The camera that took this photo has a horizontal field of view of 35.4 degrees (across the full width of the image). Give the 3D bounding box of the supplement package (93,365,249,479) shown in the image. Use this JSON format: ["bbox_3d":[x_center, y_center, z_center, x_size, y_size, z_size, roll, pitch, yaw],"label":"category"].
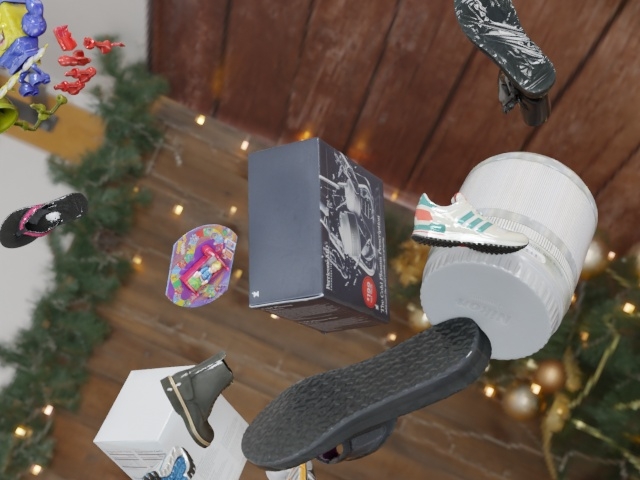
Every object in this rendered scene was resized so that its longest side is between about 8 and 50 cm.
[{"bbox_3d":[-0.315,0.438,2.215,0.198,0.263,0.199,-9,41,35],"label":"supplement package"}]

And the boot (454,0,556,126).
[{"bbox_3d":[0.322,-0.323,1.764,0.094,0.246,0.207,-36,-13,1],"label":"boot"}]

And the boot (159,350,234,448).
[{"bbox_3d":[-0.213,0.315,1.963,0.077,0.137,0.198,55,171,46],"label":"boot"}]

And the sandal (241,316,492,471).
[{"bbox_3d":[0.067,0.260,1.497,0.445,0.107,0.167,-26,25,27],"label":"sandal"}]

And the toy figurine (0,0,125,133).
[{"bbox_3d":[-0.556,-0.363,1.849,0.362,0.217,0.191,-31,-7,41],"label":"toy figurine"}]

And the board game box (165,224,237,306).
[{"bbox_3d":[-0.208,0.054,1.814,0.133,0.033,0.169,-5,-62,-37],"label":"board game box"}]

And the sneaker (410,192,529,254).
[{"bbox_3d":[0.203,-0.026,1.344,0.057,0.161,0.075,118,158,-78],"label":"sneaker"}]

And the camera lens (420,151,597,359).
[{"bbox_3d":[0.288,0.015,1.521,0.274,0.219,0.219,-58,-6,-41],"label":"camera lens"}]

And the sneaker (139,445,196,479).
[{"bbox_3d":[-0.264,0.401,1.593,0.083,0.071,0.190,-38,-1,16],"label":"sneaker"}]

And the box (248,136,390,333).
[{"bbox_3d":[0.000,0.000,2.151,0.312,0.179,0.343,25,-121,-57],"label":"box"}]

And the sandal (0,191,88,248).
[{"bbox_3d":[-0.523,-0.040,1.883,0.179,0.067,0.040,-25,17,-7],"label":"sandal"}]

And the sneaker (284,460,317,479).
[{"bbox_3d":[-0.016,0.452,1.673,0.215,0.083,0.084,-99,31,-52],"label":"sneaker"}]

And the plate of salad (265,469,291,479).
[{"bbox_3d":[-0.046,0.357,1.864,0.200,0.048,0.200,-37,-40,-40],"label":"plate of salad"}]
